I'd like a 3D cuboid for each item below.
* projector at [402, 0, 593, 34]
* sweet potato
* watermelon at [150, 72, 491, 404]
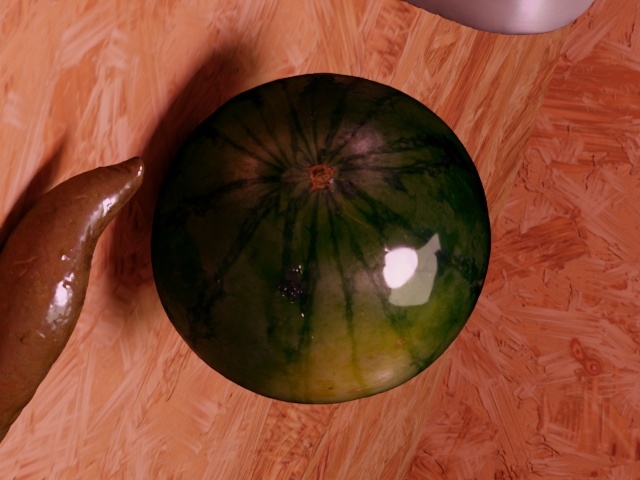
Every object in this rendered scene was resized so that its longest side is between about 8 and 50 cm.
[{"bbox_3d":[0.097,-0.311,1.042,0.248,0.248,0.249,-55,163,-37],"label":"projector"},{"bbox_3d":[-0.179,0.055,1.038,0.249,0.059,0.069,-64,180,12],"label":"sweet potato"},{"bbox_3d":[0.000,-0.001,1.233,0.242,0.242,0.242,-59,165,-27],"label":"watermelon"}]
